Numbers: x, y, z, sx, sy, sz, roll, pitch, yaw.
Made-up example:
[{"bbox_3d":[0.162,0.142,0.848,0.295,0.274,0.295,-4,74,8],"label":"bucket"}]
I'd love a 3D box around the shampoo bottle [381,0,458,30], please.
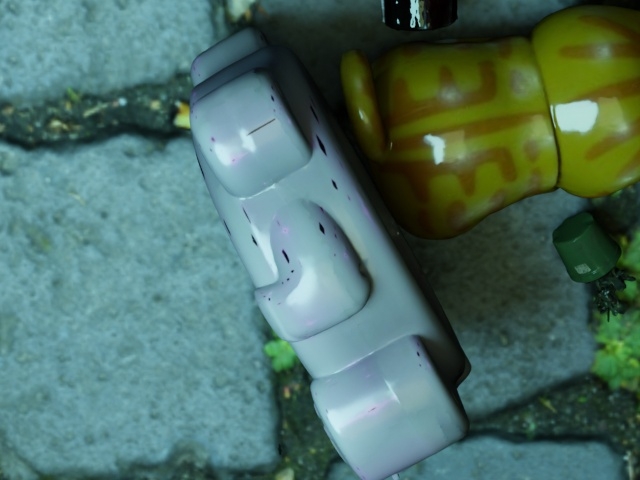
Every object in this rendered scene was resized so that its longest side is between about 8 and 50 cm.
[{"bbox_3d":[0.074,-0.300,1.334,0.104,0.104,0.278,-1,111,5],"label":"shampoo bottle"}]

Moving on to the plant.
[{"bbox_3d":[0.239,0.026,1.476,0.051,0.051,0.102,-29,116,14],"label":"plant"}]

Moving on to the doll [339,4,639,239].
[{"bbox_3d":[0.157,-0.100,1.379,0.269,0.162,0.167,-15,94,-1],"label":"doll"}]

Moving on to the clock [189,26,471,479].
[{"bbox_3d":[0.000,0.000,1.352,0.113,0.295,0.322,-28,107,5],"label":"clock"}]
